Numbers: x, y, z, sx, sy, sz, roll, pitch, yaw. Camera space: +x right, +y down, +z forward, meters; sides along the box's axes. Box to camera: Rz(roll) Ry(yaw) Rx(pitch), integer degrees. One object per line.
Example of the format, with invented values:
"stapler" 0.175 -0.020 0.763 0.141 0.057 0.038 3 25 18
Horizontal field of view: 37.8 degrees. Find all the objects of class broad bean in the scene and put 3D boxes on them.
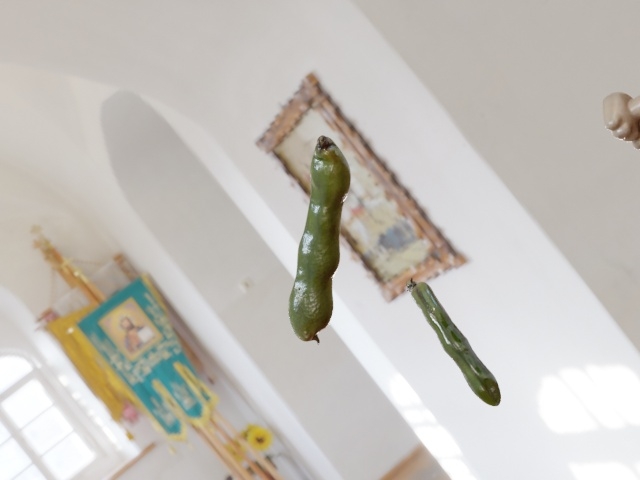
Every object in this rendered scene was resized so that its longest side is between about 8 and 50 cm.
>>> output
"broad bean" 0.000 0.000 1.066 0.053 0.052 0.256 -36 -43 -59
"broad bean" 0.188 0.139 1.334 0.039 0.227 0.069 -33 -26 0

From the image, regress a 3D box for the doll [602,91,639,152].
"doll" 0.399 -0.154 0.861 0.278 0.154 0.119 -37 39 53
